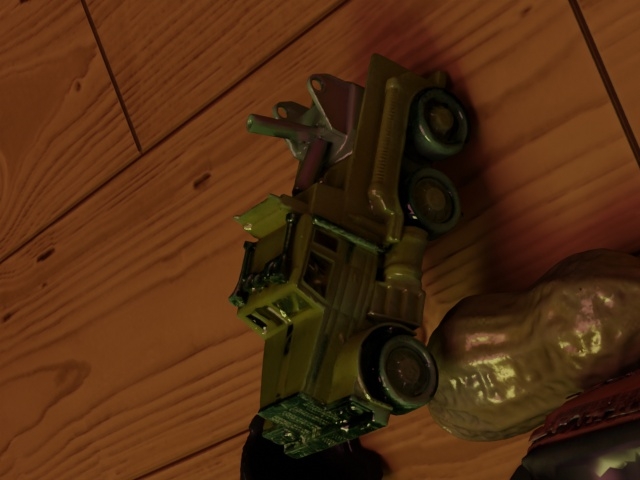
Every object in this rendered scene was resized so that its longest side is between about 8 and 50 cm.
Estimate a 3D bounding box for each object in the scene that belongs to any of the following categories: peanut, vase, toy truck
[{"bbox_3d":[0.138,0.064,0.982,0.098,0.090,0.214,45,139,-13],"label":"peanut"},{"bbox_3d":[-0.036,0.252,1.243,0.115,0.115,0.237,45,136,30],"label":"vase"},{"bbox_3d":[0.002,0.004,1.018,0.128,0.135,0.260,-29,47,50],"label":"toy truck"}]

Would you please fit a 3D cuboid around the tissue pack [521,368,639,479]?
[{"bbox_3d":[0.285,0.156,0.809,0.332,0.123,0.245,-25,88,42],"label":"tissue pack"}]

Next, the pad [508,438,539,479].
[{"bbox_3d":[0.175,0.233,1.050,0.174,0.022,0.233,48,132,28],"label":"pad"}]
